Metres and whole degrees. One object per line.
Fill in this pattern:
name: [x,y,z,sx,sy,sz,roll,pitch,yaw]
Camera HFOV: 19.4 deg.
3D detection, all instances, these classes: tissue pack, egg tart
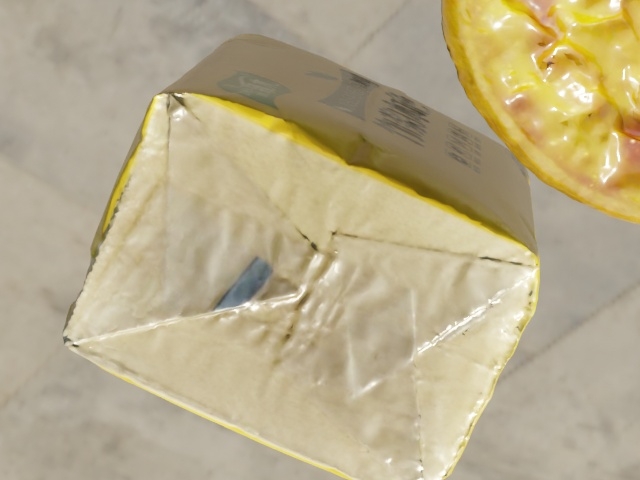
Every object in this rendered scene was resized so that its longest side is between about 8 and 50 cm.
tissue pack: [0.000,0.000,1.406,0.293,0.382,0.228,25,104,0]
egg tart: [0.166,-0.116,0.824,0.202,0.147,0.203,17,135,17]
